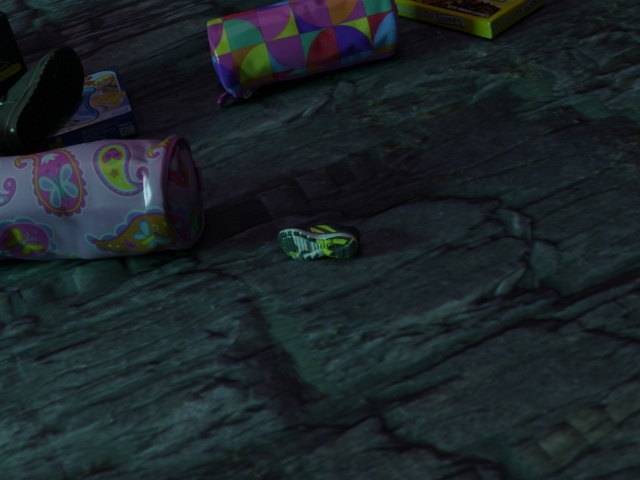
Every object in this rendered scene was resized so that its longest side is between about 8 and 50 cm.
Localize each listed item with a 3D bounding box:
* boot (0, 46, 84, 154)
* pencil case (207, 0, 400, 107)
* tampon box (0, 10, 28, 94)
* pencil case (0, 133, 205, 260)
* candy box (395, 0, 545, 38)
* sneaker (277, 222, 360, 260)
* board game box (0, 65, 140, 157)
[{"bbox_3d":[-0.404,-0.159,1.452,0.208,0.076,0.190,-4,35,26],"label":"boot"},{"bbox_3d":[-0.021,-0.238,1.462,0.236,0.104,0.104,-17,35,-1],"label":"pencil case"},{"bbox_3d":[-0.490,-0.247,1.631,0.161,0.101,0.120,23,50,40],"label":"tampon box"},{"bbox_3d":[-0.262,-0.038,1.243,0.284,0.124,0.124,-5,35,15],"label":"pencil case"},{"bbox_3d":[0.169,-0.305,1.545,0.105,0.027,0.206,-33,39,-31],"label":"candy box"},{"bbox_3d":[0.000,0.000,1.178,0.083,0.031,0.035,6,25,20],"label":"sneaker"},{"bbox_3d":[-0.327,-0.140,1.481,0.201,0.035,0.136,-19,35,-7],"label":"board game box"}]
